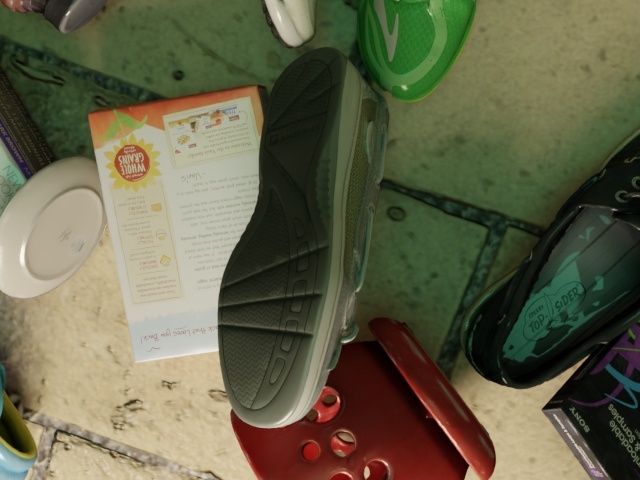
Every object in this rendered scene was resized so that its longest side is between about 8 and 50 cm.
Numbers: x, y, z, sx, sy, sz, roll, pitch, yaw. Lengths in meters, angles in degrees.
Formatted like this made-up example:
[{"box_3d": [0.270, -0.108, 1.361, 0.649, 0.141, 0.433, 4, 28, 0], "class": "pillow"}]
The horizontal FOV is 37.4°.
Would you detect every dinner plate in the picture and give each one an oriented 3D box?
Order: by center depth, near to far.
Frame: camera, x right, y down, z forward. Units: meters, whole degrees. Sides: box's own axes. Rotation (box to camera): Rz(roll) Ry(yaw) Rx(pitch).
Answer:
[{"box_3d": [-0.232, -0.008, 0.838, 0.017, 0.141, 0.141, 30, 100, 21], "class": "dinner plate"}]

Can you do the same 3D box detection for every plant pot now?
[{"box_3d": [0.042, 0.174, 0.817, 0.174, 0.191, 0.191, -37, 95, 1], "class": "plant pot"}]

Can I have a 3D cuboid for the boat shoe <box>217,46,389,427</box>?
[{"box_3d": [-0.002, -0.001, 0.781, 0.118, 0.103, 0.320, -11, 63, 40], "class": "boat shoe"}]

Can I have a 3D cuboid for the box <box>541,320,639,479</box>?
[{"box_3d": [0.280, 0.144, 0.835, 0.162, 0.029, 0.116, -39, 96, -28], "class": "box"}]

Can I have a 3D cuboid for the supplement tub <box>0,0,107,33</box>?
[{"box_3d": [-0.271, -0.272, 0.817, 0.198, 0.106, 0.106, 43, 99, -3], "class": "supplement tub"}]

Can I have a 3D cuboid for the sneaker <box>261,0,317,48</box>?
[{"box_3d": [-0.005, -0.311, 0.798, 0.118, 0.110, 0.292, 0, 99, -5], "class": "sneaker"}]

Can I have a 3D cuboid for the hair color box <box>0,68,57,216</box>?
[{"box_3d": [-0.427, -0.041, 0.863, 0.339, 0.110, 0.185, -30, 94, 6], "class": "hair color box"}]

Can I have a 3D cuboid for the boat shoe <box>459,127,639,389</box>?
[{"box_3d": [0.261, 0.006, 0.818, 0.340, 0.113, 0.127, -39, 93, 8], "class": "boat shoe"}]

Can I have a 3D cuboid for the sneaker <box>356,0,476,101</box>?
[{"box_3d": [0.093, -0.254, 0.769, 0.109, 0.123, 0.295, 23, 117, 9], "class": "sneaker"}]

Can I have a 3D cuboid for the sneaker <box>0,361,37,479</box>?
[{"box_3d": [-0.410, 0.164, 0.867, 0.319, 0.127, 0.208, 34, 98, -24], "class": "sneaker"}]

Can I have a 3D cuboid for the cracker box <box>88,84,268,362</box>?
[{"box_3d": [-0.109, -0.015, 0.864, 0.155, 0.067, 0.232, -8, 97, 5], "class": "cracker box"}]
